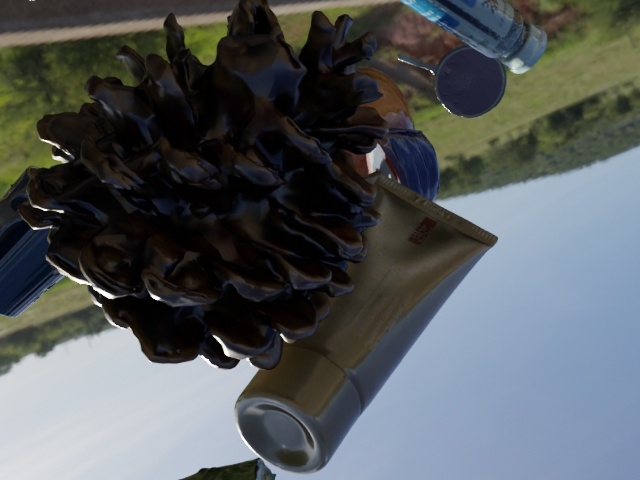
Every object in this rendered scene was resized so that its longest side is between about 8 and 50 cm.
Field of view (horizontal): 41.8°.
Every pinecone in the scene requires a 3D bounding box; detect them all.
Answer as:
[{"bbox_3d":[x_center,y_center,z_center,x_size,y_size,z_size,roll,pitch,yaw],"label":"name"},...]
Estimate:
[{"bbox_3d":[-0.070,-0.045,0.588,0.257,0.243,0.243,-62,-172,-7],"label":"pinecone"}]

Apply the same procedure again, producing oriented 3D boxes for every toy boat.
[{"bbox_3d":[0.019,0.003,0.978,0.318,0.072,0.219,-45,146,3],"label":"toy boat"}]

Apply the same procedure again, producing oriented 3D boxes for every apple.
[{"bbox_3d":[0.059,-0.156,1.344,0.210,0.173,0.235,-46,166,-26],"label":"apple"}]

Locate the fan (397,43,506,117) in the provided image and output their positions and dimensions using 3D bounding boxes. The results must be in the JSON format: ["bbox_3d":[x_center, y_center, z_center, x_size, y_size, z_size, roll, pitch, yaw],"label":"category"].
[{"bbox_3d":[0.151,-0.191,0.968,0.133,0.085,0.005,17,-163,-7],"label":"fan"}]

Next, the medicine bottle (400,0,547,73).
[{"bbox_3d":[0.115,-0.208,0.729,0.191,0.051,0.051,25,154,-29],"label":"medicine bottle"}]

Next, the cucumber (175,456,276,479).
[{"bbox_3d":[-0.177,0.378,1.127,0.244,0.134,0.134,-11,-178,2],"label":"cucumber"}]

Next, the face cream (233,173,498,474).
[{"bbox_3d":[0.045,0.054,0.734,0.341,0.137,0.084,-49,164,-46],"label":"face cream"}]

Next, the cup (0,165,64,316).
[{"bbox_3d":[-0.372,0.004,1.033,0.155,0.131,0.176,-46,168,4],"label":"cup"}]
